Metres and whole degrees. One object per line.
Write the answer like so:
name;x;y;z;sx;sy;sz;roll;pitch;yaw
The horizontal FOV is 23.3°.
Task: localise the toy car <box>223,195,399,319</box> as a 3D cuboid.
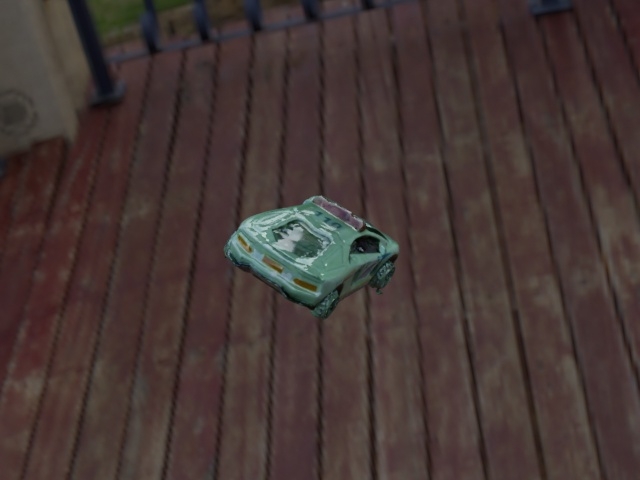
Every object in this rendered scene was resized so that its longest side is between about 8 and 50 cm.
toy car;0.000;0.000;1.105;0.093;0.058;0.186;32;21;16
